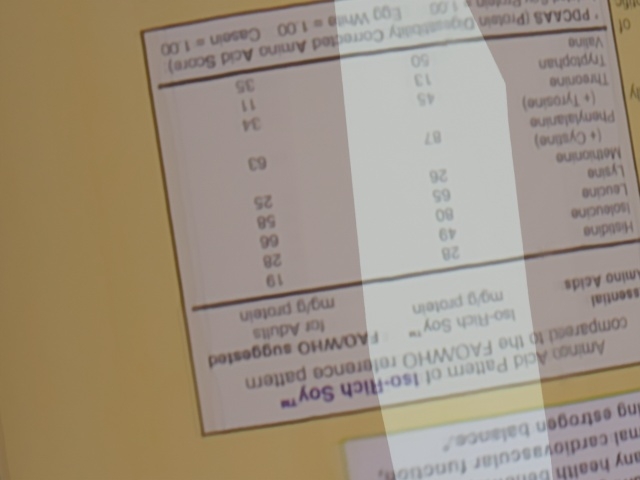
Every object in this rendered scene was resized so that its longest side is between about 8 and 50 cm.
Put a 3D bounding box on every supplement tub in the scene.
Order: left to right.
[{"bbox_3d":[0.000,0.000,0.476,0.241,0.241,0.331,-7,87,-27],"label":"supplement tub"}]
